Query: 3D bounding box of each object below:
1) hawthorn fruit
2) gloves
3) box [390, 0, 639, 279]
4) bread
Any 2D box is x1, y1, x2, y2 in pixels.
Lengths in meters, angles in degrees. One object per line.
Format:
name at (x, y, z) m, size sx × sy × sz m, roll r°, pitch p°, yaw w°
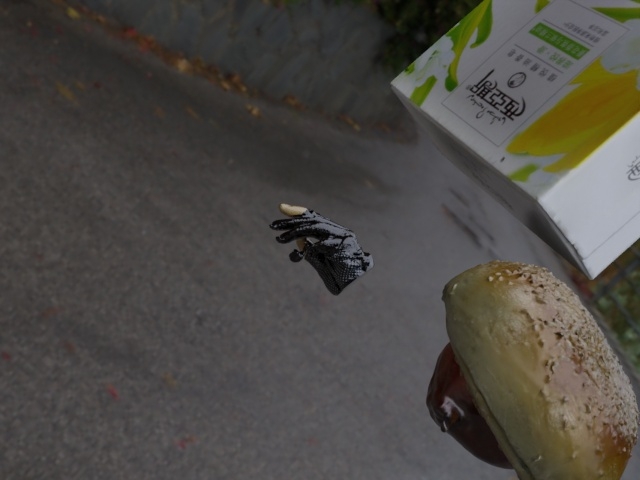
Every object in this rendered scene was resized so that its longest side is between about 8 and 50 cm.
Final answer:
hawthorn fruit at (0.353, 0.273, 1.912) m, size 0.308 × 0.325 × 0.308 m, roll 159°, pitch -90°, yaw -88°
gloves at (0.002, -0.002, 1.751) m, size 0.180 × 0.106 × 0.129 m, roll 53°, pitch 12°, yaw 5°
box at (0.207, -0.117, 0.888) m, size 0.111 × 0.194 × 0.260 m, roll 47°, pitch 2°, yaw -38°
bread at (0.248, 0.146, 1.175) m, size 0.305 × 0.159 × 0.305 m, roll 55°, pitch 9°, yaw -13°
